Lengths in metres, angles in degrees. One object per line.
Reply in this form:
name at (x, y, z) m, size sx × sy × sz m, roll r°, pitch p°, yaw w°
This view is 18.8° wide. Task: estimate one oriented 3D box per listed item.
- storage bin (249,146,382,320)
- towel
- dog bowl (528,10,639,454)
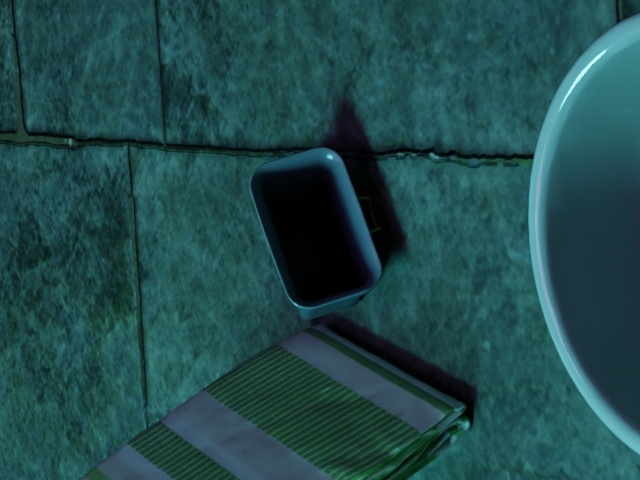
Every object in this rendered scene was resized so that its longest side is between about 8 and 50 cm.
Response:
storage bin at (0.000, 0.000, 1.668) m, size 0.091 × 0.098 × 0.135 m, roll 96°, pitch 155°, yaw -72°
towel at (-0.065, 0.197, 1.609) m, size 0.248 × 0.325 × 0.038 m, roll 28°, pitch 147°, yaw 51°
dog bowl at (0.268, -0.002, 1.249) m, size 0.348 × 0.102 × 0.349 m, roll 14°, pitch 108°, yaw 54°
